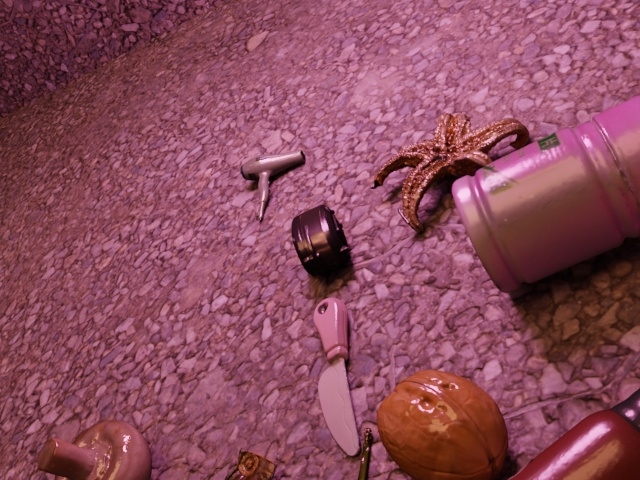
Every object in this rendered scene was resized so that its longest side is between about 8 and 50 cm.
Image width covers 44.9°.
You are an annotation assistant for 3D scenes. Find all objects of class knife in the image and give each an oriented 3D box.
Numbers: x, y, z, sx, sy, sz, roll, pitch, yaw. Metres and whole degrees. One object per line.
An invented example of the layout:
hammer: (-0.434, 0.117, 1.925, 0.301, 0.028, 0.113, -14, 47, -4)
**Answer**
knife: (0.023, 0.240, 1.386, 0.081, 0.043, 0.336, -35, 37, 26)

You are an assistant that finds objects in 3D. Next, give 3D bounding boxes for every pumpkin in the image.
pumpkin: (-0.115, 0.406, 1.335, 0.101, 0.035, 0.073, 14, 72, 43)

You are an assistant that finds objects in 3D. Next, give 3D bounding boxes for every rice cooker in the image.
rice cooker: (0.000, 0.000, 1.596, 0.106, 0.112, 0.165, -28, 38, 5)

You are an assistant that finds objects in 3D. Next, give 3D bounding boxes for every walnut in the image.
walnut: (0.177, 0.274, 1.120, 0.165, 0.165, 0.197, -47, 30, -11)

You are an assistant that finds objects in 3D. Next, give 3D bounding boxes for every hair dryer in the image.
hair dryer: (-0.105, -0.150, 1.905, 0.167, 0.067, 0.199, -27, 48, 7)

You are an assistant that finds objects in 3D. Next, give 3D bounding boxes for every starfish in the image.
starfish: (0.254, -0.152, 1.548, 0.303, 0.113, 0.312, -47, 28, -14)

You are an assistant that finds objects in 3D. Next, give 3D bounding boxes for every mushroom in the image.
mushroom: (-0.429, 0.422, 1.435, 0.207, 0.215, 0.207, -21, 48, 25)

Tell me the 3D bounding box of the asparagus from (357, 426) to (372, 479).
asparagus: (0.070, 0.358, 1.239, 0.015, 0.018, 0.127, 8, 50, 4)

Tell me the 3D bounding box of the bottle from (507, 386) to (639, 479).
bottle: (0.329, 0.309, 0.960, 0.336, 0.144, 0.144, -40, 36, -1)

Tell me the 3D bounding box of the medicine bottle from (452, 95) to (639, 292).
medicine bottle: (0.397, -0.069, 1.243, 0.325, 0.212, 0.212, -26, 38, 18)
